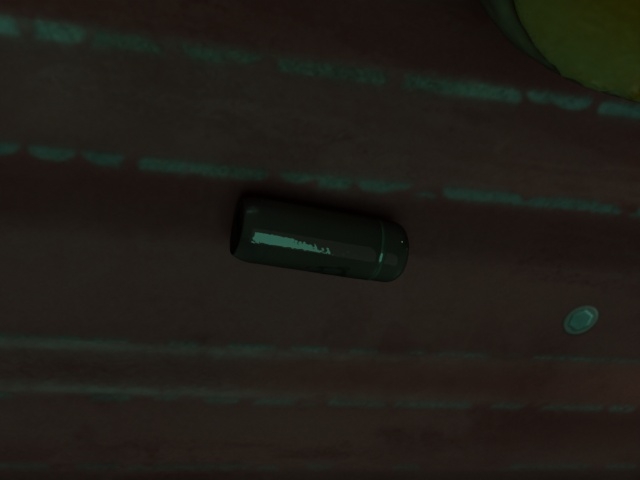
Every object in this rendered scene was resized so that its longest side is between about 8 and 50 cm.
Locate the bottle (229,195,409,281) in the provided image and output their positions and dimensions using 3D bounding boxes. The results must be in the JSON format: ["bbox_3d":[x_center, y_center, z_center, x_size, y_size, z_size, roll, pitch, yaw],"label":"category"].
[{"bbox_3d":[0.000,0.000,0.616,0.140,0.053,0.053,9,120,-18],"label":"bottle"}]

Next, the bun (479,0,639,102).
[{"bbox_3d":[0.223,-0.234,0.447,0.298,0.165,0.299,-1,135,-1],"label":"bun"}]
